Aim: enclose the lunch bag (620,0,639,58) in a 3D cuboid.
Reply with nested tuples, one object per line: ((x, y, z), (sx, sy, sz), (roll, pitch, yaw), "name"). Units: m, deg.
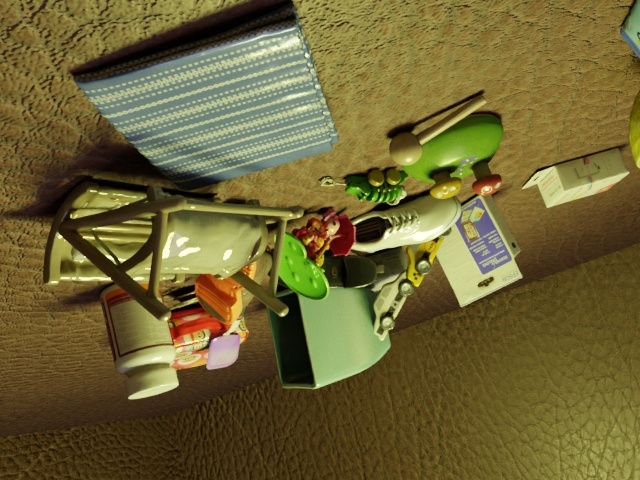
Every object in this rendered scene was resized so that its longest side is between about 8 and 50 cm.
((0.508, -0.211, 0.881), (0.138, 0.293, 0.221), (-19, 164, 4), "lunch bag")

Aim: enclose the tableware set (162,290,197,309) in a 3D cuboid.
((-0.255, 0.107, 1.613), (0.194, 0.039, 0.128), (-21, 177, 34), "tableware set")

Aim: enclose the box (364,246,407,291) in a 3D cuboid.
((0.160, 0.081, 1.914), (0.126, 0.072, 0.137), (-15, 164, -3), "box")

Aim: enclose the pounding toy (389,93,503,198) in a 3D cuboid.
((0.226, -0.126, 1.206), (0.183, 0.110, 0.237), (-23, 164, 17), "pounding toy")

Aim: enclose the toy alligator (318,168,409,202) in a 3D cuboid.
((0.084, -0.090, 1.280), (0.190, 0.051, 0.056), (-8, 161, -32), "toy alligator")

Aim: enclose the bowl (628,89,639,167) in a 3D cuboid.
((0.604, -0.242, 1.135), (0.290, 0.156, 0.289), (-17, 164, -5), "bowl")

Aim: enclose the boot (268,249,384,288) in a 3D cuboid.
((0.015, 0.064, 1.632), (0.263, 0.091, 0.229), (7, -179, 3), "boot")

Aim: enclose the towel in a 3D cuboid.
((-0.113, -0.155, 0.887), (0.243, 0.040, 0.336), (-16, 163, 4), "towel")

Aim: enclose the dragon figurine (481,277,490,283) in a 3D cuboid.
((0.451, 0.033, 2.046), (0.085, 0.144, 0.289), (-23, -177, 13), "dragon figurine")

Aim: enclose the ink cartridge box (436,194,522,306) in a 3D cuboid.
((0.355, 0.023, 1.678), (0.045, 0.208, 0.206), (-15, 167, -38), "ink cartridge box")

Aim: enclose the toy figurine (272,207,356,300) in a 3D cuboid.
((0.000, 0.000, 1.398), (0.130, 0.173, 0.159), (15, -130, 37), "toy figurine")

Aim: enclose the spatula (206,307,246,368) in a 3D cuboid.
((-0.205, 0.196, 1.728), (0.084, 0.030, 0.296), (-4, 134, -32), "spatula")

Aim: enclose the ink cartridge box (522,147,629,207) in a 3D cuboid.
((0.568, -0.134, 1.635), (0.198, 0.067, 0.115), (-16, 165, -7), "ink cartridge box")

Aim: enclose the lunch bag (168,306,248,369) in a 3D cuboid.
((-0.335, 0.243, 1.836), (0.293, 0.120, 0.258), (-10, 162, -25), "lunch bag")

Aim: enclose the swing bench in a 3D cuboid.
((-0.206, 0.006, 1.038), (0.255, 0.165, 0.253), (12, -175, 35), "swing bench")

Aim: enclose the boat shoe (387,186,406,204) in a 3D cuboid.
((0.134, -0.083, 1.389), (0.035, 0.035, 0.100), (-28, 161, 31), "boat shoe")

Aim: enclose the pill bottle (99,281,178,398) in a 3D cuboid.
((-0.358, 0.195, 1.454), (0.121, 0.221, 0.121), (-16, 165, -5), "pill bottle")

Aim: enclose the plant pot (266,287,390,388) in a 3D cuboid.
((0.032, 0.232, 1.880), (0.252, 0.247, 0.247), (-9, 174, -24), "plant pot")

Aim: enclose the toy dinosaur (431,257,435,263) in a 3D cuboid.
((0.279, 0.048, 1.947), (0.211, 0.064, 0.112), (-46, 166, -27), "toy dinosaur")

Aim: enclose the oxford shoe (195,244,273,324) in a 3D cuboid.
((-0.154, 0.026, 1.363), (0.132, 0.130, 0.363), (-47, 172, -30), "oxford shoe")

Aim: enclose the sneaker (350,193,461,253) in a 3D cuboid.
((0.161, -0.030, 1.493), (0.258, 0.094, 0.091), (-22, 168, 19), "sneaker")

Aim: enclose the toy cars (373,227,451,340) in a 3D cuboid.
((0.195, 0.074, 1.709), (0.176, 0.087, 0.393), (-57, 174, -47), "toy cars")
